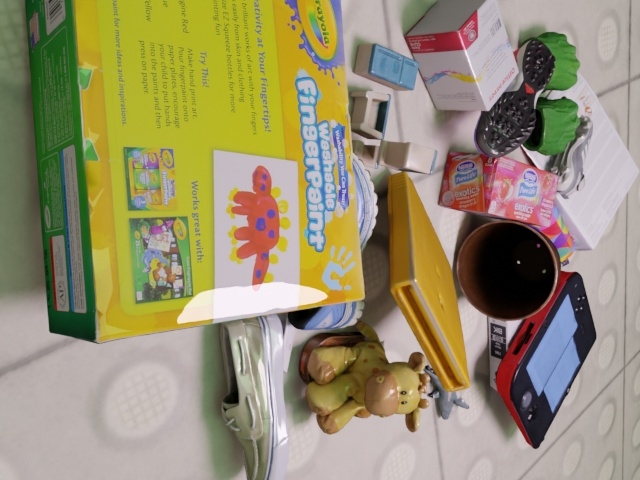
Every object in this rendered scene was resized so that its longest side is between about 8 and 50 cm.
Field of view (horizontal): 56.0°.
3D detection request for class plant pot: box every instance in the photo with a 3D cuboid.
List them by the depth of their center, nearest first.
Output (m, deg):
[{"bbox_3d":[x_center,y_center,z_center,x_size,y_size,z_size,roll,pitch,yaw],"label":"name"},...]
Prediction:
[{"bbox_3d":[0.454,0.057,1.366,0.230,0.216,0.215,-7,104,-55],"label":"plant pot"}]

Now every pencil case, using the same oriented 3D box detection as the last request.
[{"bbox_3d":[0.550,-0.034,1.483,0.104,0.104,0.236,-55,129,-18],"label":"pencil case"}]

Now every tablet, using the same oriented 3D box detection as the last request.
[{"bbox_3d":[-0.056,0.179,1.022,0.054,0.006,0.083,64,35,-65],"label":"tablet"}]

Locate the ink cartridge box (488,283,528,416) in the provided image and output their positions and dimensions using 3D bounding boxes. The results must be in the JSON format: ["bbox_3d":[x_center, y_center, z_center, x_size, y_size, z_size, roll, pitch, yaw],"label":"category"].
[{"bbox_3d":[0.497,0.261,1.526,0.165,0.065,0.332,-19,111,-38],"label":"ink cartridge box"}]

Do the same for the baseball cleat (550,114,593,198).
[{"bbox_3d":[0.618,-0.199,1.469,0.109,0.072,0.205,38,75,-38],"label":"baseball cleat"}]

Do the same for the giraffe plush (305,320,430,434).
[{"bbox_3d":[0.101,0.256,1.051,0.210,0.171,0.181,-36,121,-30],"label":"giraffe plush"}]

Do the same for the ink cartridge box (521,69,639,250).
[{"bbox_3d":[0.655,-0.212,1.570,0.385,0.091,0.308,48,68,-19],"label":"ink cartridge box"}]

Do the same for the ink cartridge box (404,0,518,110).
[{"bbox_3d":[0.271,-0.351,1.140,0.128,0.127,0.176,-49,127,-22],"label":"ink cartridge box"}]

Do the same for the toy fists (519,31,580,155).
[{"bbox_3d":[0.530,-0.337,1.393,0.142,0.096,0.279,-9,98,-28],"label":"toy fists"}]

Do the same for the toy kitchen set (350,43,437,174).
[{"bbox_3d":[0.146,-0.221,1.032,0.122,0.166,0.207,6,96,-42],"label":"toy kitchen set"}]

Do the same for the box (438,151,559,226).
[{"bbox_3d":[0.390,-0.109,1.303,0.257,0.128,0.122,8,95,-42],"label":"box"}]

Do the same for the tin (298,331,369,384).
[{"bbox_3d":[0.039,0.226,1.129,0.190,0.040,0.106,6,91,-42],"label":"tin"}]

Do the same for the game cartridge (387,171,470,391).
[{"bbox_3d":[0.191,0.064,1.098,0.323,0.053,0.285,-86,151,-52],"label":"game cartridge"}]

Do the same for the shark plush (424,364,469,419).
[{"bbox_3d":[0.277,0.344,1.358,0.067,0.073,0.161,-32,130,3],"label":"shark plush"}]

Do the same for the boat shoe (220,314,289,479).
[{"bbox_3d":[-0.114,0.262,0.971,0.094,0.109,0.302,-4,93,-26],"label":"boat shoe"}]

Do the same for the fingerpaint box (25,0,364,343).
[{"bbox_3d":[-0.142,-0.125,0.751,0.371,0.163,0.444,-5,90,-41],"label":"fingerpaint box"}]

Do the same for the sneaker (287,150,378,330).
[{"bbox_3d":[0.000,0.000,0.980,0.147,0.130,0.329,-11,107,-42],"label":"sneaker"}]

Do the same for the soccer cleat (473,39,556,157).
[{"bbox_3d":[0.378,-0.277,1.232,0.109,0.116,0.318,38,63,-15],"label":"soccer cleat"}]

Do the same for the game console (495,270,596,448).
[{"bbox_3d":[0.594,0.302,1.541,0.386,0.060,0.342,-51,127,-21],"label":"game console"}]
